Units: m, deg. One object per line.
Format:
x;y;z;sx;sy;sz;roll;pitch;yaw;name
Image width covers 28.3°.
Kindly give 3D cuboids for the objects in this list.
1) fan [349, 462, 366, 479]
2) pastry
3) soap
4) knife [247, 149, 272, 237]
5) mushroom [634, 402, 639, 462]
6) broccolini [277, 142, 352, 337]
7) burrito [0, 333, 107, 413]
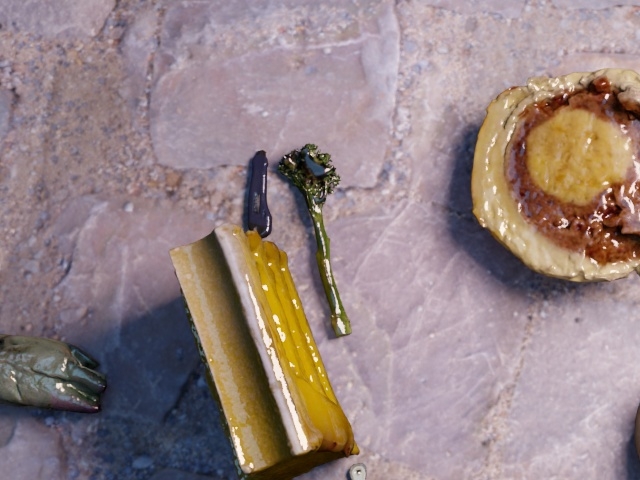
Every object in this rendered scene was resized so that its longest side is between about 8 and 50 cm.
0.063;0.388;1.563;0.153;0.008;0.226;-12;79;4;fan
0.320;-0.076;1.560;0.237;0.170;0.256;0;88;26;pastry
-0.067;0.139;1.500;0.143;0.259;0.281;-20;75;7;soap
-0.078;-0.062;1.659;0.031;0.018;0.121;-1;78;12;knife
0.473;0.217;1.484;0.206;0.206;0.209;47;52;12;mushroom
0.006;-0.001;1.640;0.057;0.071;0.254;-9;83;-39;broccolini
-0.418;0.162;1.621;0.309;0.066;0.096;8;85;7;burrito
